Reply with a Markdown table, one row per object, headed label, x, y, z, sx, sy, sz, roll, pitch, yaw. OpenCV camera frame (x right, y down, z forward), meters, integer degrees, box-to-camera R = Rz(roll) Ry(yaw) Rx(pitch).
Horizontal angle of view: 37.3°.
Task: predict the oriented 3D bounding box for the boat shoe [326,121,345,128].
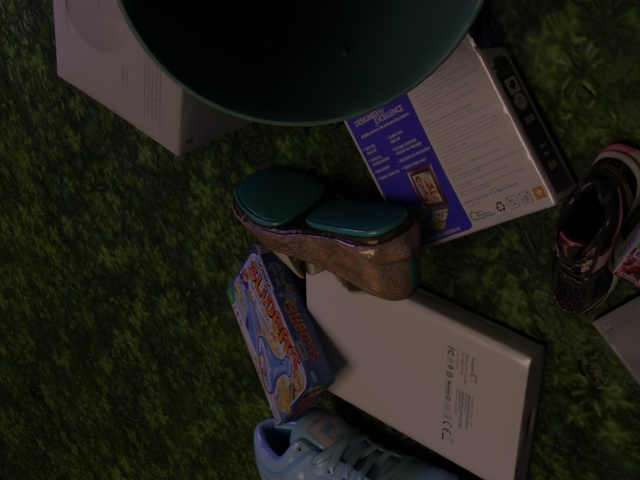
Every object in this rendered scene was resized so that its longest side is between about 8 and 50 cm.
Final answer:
| label | x | y | z | sx | sy | sz | roll | pitch | yaw |
| --- | --- | --- | --- | --- | --- | --- | --- | --- | --- |
| boat shoe | 0.000 | -0.180 | 1.019 | 0.046 | 0.038 | 0.125 | -7 | 109 | 49 |

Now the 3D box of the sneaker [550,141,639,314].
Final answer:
| label | x | y | z | sx | sy | sz | roll | pitch | yaw |
| --- | --- | --- | --- | --- | --- | --- | --- | --- | --- |
| sneaker | 0.235 | -0.002 | 0.856 | 0.072 | 0.077 | 0.178 | 30 | 134 | 32 |

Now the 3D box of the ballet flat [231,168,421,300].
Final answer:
| label | x | y | z | sx | sy | sz | roll | pitch | yaw |
| --- | --- | --- | --- | --- | --- | --- | --- | --- | --- |
| ballet flat | 0.000 | 0.000 | 1.056 | 0.316 | 0.107 | 0.106 | 25 | 140 | 56 |

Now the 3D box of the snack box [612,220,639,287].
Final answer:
| label | x | y | z | sx | sy | sz | roll | pitch | yaw |
| --- | --- | --- | --- | --- | --- | --- | --- | --- | --- |
| snack box | 0.318 | -0.004 | 0.774 | 0.100 | 0.037 | 0.141 | 26 | 135 | 3 |

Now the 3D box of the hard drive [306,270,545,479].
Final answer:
| label | x | y | z | sx | sy | sz | roll | pitch | yaw |
| --- | --- | --- | --- | --- | --- | --- | --- | --- | --- |
| hard drive | 0.110 | 0.146 | 1.113 | 0.307 | 0.040 | 0.203 | 25 | 131 | 35 |

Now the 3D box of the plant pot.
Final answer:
| label | x | y | z | sx | sy | sz | roll | pitch | yaw |
| --- | --- | --- | --- | --- | --- | --- | --- | --- | --- |
| plant pot | -0.024 | -0.280 | 0.784 | 0.235 | 0.292 | 0.293 | -103 | 13 | -54 |

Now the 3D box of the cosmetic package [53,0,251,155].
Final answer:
| label | x | y | z | sx | sy | sz | roll | pitch | yaw |
| --- | --- | --- | --- | --- | --- | --- | --- | --- | --- |
| cosmetic package | -0.183 | -0.257 | 1.084 | 0.224 | 0.138 | 0.224 | 35 | 136 | 28 |

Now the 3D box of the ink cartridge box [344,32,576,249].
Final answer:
| label | x | y | z | sx | sy | sz | roll | pitch | yaw |
| --- | --- | --- | --- | --- | --- | --- | --- | --- | --- |
| ink cartridge box | 0.119 | -0.106 | 0.934 | 0.206 | 0.045 | 0.208 | -21 | 100 | 52 |

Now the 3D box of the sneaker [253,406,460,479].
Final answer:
| label | x | y | z | sx | sy | sz | roll | pitch | yaw |
| --- | --- | --- | --- | --- | --- | --- | --- | --- | --- |
| sneaker | 0.024 | 0.294 | 1.227 | 0.365 | 0.135 | 0.150 | -11 | 109 | 48 |

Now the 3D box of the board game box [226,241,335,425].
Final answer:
| label | x | y | z | sx | sy | sz | roll | pitch | yaw |
| --- | --- | --- | --- | --- | --- | --- | --- | --- | --- |
| board game box | -0.055 | 0.119 | 1.219 | 0.201 | 0.035 | 0.136 | 66 | 148 | 23 |

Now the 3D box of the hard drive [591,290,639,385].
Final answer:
| label | x | y | z | sx | sy | sz | roll | pitch | yaw |
| --- | --- | --- | --- | --- | --- | --- | --- | --- | --- |
| hard drive | 0.327 | 0.108 | 0.874 | 0.135 | 0.022 | 0.094 | 53 | 141 | 6 |
